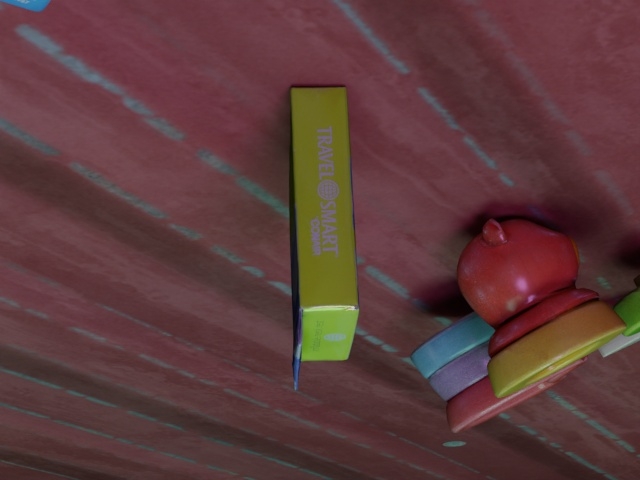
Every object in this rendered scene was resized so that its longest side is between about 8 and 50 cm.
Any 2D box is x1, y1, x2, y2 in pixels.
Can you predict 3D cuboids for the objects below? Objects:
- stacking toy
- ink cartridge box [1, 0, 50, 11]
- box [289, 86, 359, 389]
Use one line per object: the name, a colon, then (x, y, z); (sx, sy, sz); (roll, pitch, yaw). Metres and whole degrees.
stacking toy: (0.223, 0.049, 1.052); (0.279, 0.130, 0.309); (-24, 165, -17)
ink cartridge box: (-0.132, -0.179, 0.480); (0.104, 0.060, 0.180); (14, 152, -31)
box: (0.000, 0.000, 0.759); (0.042, 0.178, 0.109); (-1, 157, -3)
